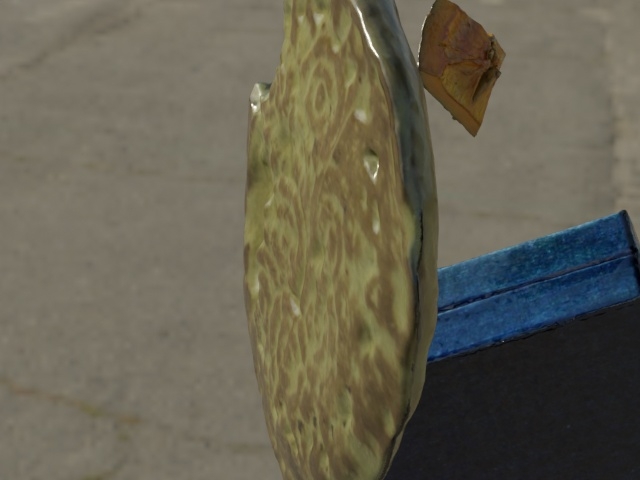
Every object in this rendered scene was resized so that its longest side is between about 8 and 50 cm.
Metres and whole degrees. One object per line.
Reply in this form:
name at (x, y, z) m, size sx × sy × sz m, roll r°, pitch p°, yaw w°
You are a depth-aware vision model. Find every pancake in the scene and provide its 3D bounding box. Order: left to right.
pancake at (0.000, 0.000, 0.731) m, size 0.029 × 0.212 × 0.235 m, roll -2°, pitch -17°, yaw -16°

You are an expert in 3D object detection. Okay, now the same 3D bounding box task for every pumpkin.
pumpkin at (0.115, -0.136, 1.476) m, size 0.035 × 0.073 × 0.101 m, roll 10°, pitch -21°, yaw 45°

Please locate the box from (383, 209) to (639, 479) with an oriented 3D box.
box at (0.154, 0.144, 1.427) m, size 0.261 × 0.279 × 0.116 m, roll -18°, pitch 36°, yaw 10°
